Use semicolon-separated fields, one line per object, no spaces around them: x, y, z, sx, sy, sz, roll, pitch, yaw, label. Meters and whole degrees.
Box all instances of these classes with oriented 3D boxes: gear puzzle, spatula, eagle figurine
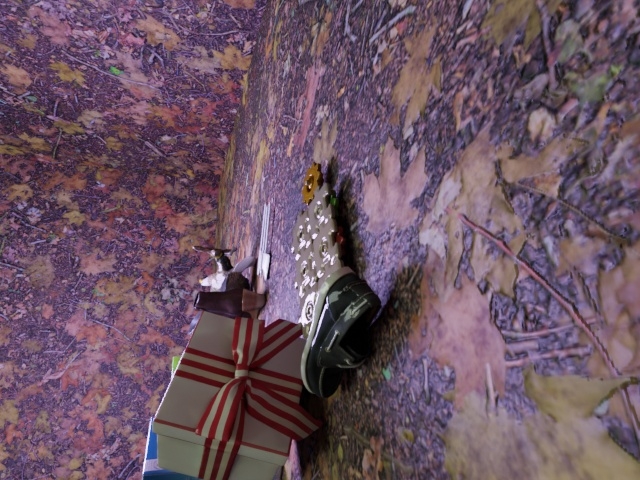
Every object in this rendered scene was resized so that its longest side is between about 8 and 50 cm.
0.000;0.000;0.764;0.175;0.044;0.339;-51;38;47;gear puzzle
-0.175;-0.002;1.319;0.168;0.019;0.242;-172;89;-77;spatula
-0.355;0.174;1.473;0.225;0.226;0.299;167;103;-64;eagle figurine

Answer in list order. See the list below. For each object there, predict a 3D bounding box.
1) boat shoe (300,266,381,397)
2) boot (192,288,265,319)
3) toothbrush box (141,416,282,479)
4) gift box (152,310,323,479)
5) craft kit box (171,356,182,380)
0.028;0.151;0.585;0.079;0.084;0.233;33;128;30;boat shoe
-0.300;0.210;1.323;0.248;0.206;0.090;127;144;-56;boot
-0.258;0.523;0.978;0.216;0.295;0.126;-155;71;-69;toothbrush box
-0.142;0.299;0.795;0.255;0.276;0.258;-85;10;-47;gift box
-0.384;0.517;1.418;0.247;0.249;0.061;-108;30;-47;craft kit box
